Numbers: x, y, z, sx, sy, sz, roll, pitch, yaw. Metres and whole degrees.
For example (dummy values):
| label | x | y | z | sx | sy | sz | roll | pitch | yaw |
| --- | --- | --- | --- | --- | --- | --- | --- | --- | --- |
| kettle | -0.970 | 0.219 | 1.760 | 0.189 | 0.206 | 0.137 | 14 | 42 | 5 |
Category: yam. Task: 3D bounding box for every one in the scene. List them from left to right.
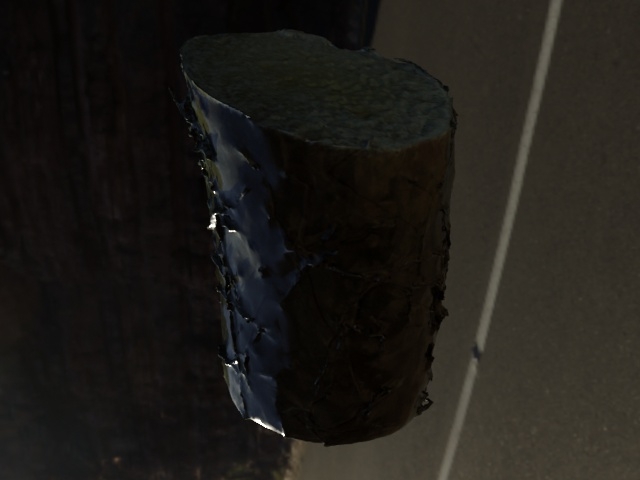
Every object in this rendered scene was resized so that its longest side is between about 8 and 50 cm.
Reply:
| label | x | y | z | sx | sy | sz | roll | pitch | yaw |
| --- | --- | --- | --- | --- | --- | --- | --- | --- | --- |
| yam | 0.000 | 0.000 | 0.726 | 0.241 | 0.241 | 0.348 | -113 | 19 | -62 |
